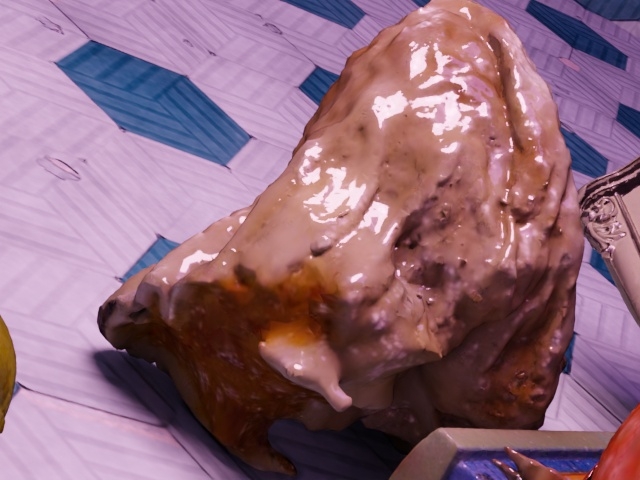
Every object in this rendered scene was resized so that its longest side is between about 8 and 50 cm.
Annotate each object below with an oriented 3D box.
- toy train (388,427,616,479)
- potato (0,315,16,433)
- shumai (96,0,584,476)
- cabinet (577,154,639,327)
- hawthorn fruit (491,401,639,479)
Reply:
[{"bbox_3d":[0.180,0.203,1.165,0.299,0.131,0.202,8,28,-48],"label":"toy train"},{"bbox_3d":[-0.262,0.036,0.907,0.253,0.148,0.186,23,19,-19],"label":"potato"},{"bbox_3d":[0.000,0.000,1.208,0.262,0.314,0.267,-1,16,-28],"label":"shumai"},{"bbox_3d":[0.372,0.085,1.445,0.290,0.227,0.318,54,12,-25],"label":"cabinet"},{"bbox_3d":[0.218,0.165,0.923,0.307,0.276,0.276,23,13,35],"label":"hawthorn fruit"}]
